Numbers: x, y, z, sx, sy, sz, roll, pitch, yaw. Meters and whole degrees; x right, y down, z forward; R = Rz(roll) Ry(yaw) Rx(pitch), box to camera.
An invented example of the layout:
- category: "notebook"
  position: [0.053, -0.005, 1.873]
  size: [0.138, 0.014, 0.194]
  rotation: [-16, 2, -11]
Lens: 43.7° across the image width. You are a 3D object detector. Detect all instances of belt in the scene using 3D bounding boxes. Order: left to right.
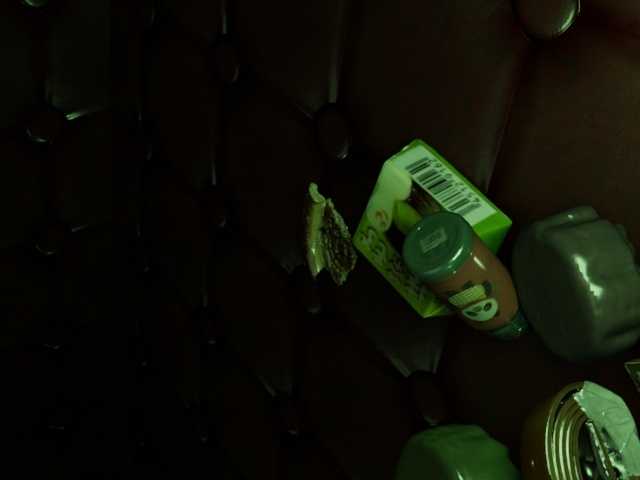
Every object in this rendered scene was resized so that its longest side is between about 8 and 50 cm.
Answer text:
- category: "belt"
  position: [0.499, 0.437, 1.482]
  size: [0.122, 0.217, 0.339]
  rotation: [120, 142, -66]

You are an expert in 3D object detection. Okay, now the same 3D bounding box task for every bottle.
- category: "bottle"
  position: [0.303, 0.084, 1.556]
  size: [0.144, 0.336, 0.144]
  rotation: [-25, 45, 28]

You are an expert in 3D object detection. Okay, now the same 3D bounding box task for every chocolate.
- category: "chocolate"
  position: [0.226, -0.015, 1.742]
  size: [0.301, 0.137, 0.289]
  rotation: [48, 138, 29]

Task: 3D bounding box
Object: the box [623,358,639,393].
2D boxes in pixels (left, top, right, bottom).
- category: "box"
  position: [0.583, 0.252, 1.410]
  size: [0.133, 0.023, 0.090]
  rotation: [57, -171, -77]

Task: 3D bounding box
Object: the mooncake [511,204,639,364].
- category: "mooncake"
  position: [0.464, 0.080, 1.425]
  size: [0.283, 0.141, 0.283]
  rotation: [163, 90, -78]

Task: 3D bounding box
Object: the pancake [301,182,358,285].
- category: "pancake"
  position: [0.001, 0.000, 2.125]
  size: [0.212, 0.056, 0.257]
  rotation: [-43, 69, 52]

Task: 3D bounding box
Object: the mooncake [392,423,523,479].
- category: "mooncake"
  position: [0.318, 0.595, 1.806]
  size: [0.356, 0.194, 0.357]
  rotation: [13, 104, 63]
